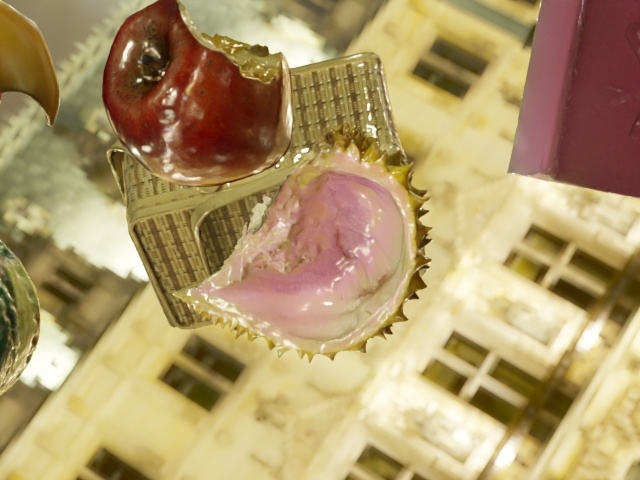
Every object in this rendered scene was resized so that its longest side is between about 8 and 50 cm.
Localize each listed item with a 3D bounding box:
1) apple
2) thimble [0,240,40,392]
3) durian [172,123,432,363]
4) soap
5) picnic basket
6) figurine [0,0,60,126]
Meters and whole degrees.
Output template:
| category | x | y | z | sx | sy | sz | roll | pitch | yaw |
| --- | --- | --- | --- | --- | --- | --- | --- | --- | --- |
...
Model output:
| category | x | y | z | sx | sy | sz | roll | pitch | yaw |
| --- | --- | --- | --- | --- | --- | --- | --- | --- | --- |
| apple | -0.097 | -0.114 | 1.374 | 0.158 | 0.156 | 0.147 | 24 | -108 | -46 |
| thimble | -0.520 | 0.119 | 2.191 | 0.288 | 0.254 | 0.167 | -48 | -1 | 22 |
| durian | -0.001 | 0.002 | 1.153 | 0.132 | 0.165 | 0.182 | 16 | -76 | -38 |
| soap | 0.298 | -0.175 | 1.625 | 0.181 | 0.081 | 0.259 | 10 | -86 | -31 |
| picnic basket | -0.056 | -0.041 | 1.766 | 0.313 | 0.175 | 0.228 | -12 | -37 | 1 |
| figurine | -0.503 | -0.254 | 1.806 | 0.401 | 0.268 | 0.387 | -3 | -91 | -23 |
